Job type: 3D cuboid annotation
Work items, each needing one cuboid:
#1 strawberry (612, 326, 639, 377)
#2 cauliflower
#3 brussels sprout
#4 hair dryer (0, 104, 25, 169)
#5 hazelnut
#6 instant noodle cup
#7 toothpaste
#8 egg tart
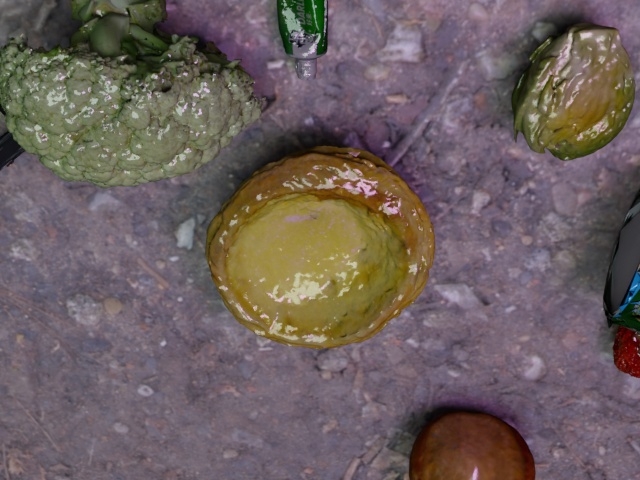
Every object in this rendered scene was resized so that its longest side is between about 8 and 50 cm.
[{"bbox_3d":[0.426,0.136,1.540,0.106,0.106,0.106,3,119,5],"label":"strawberry"},{"bbox_3d":[-0.214,-0.191,1.362,0.272,0.275,0.250,-13,77,13],"label":"cauliflower"},{"bbox_3d":[0.294,-0.172,1.380,0.139,0.100,0.181,5,119,-8],"label":"brussels sprout"},{"bbox_3d":[-0.421,-0.119,1.511,0.255,0.070,0.128,-30,111,26],"label":"hair dryer"},{"bbox_3d":[0.207,0.328,1.627,0.182,0.182,0.182,3,119,5],"label":"hazelnut"},{"bbox_3d":[0.451,0.036,1.412,0.178,0.240,0.240,19,120,2],"label":"instant noodle cup"},{"bbox_3d":[-0.022,-0.304,1.370,0.078,0.047,0.248,0,117,4],"label":"toothpaste"},{"bbox_3d":[0.000,0.000,1.494,0.294,0.123,0.294,2,122,3],"label":"egg tart"}]
